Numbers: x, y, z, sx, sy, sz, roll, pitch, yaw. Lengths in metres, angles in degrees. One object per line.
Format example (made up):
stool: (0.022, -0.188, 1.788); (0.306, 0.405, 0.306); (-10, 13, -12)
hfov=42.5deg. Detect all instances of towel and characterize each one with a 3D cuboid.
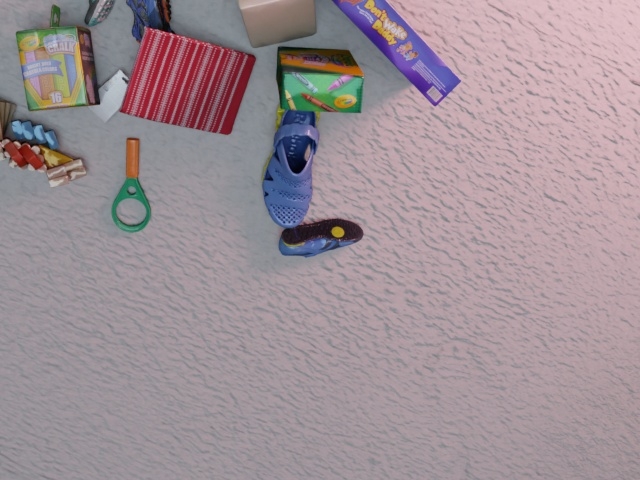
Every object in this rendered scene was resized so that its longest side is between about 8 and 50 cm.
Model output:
towel: (-0.285, -0.343, 1.799); (0.275, 0.031, 0.199); (8, 115, -35)

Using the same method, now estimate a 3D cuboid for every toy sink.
toy sink: (-0.096, -0.519, 1.732); (0.153, 0.234, 0.131); (-12, 84, 1)

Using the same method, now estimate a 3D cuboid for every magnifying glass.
magnifying glass: (-0.444, -0.128, 1.937); (0.092, 0.026, 0.231); (4, 114, -7)

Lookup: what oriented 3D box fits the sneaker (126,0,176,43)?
sneaker: (-0.363, -0.443, 1.792); (0.087, 0.083, 0.221); (1, 115, 16)

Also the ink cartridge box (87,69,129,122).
ink cartridge box: (-0.467, -0.326, 1.848); (0.115, 0.029, 0.063); (-41, 109, 11)

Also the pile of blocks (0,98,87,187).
pile of blocks: (-0.681, -0.223, 1.802); (0.362, 0.112, 0.149); (19, 94, -22)

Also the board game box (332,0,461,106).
board game box: (0.133, -0.453, 1.739); (0.347, 0.233, 0.078); (42, 104, -19)

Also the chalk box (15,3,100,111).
chalk box: (-0.560, -0.388, 1.748); (0.132, 0.132, 0.213); (-7, 100, -2)

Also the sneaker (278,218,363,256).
sneaker: (0.000, 0.000, 2.015); (0.209, 0.069, 0.082); (-7, 146, -11)

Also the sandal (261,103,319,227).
sandal: (-0.067, -0.171, 1.892); (0.126, 0.138, 0.317); (1, 114, -8)

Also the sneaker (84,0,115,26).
sneaker: (-0.473, -0.540, 1.751); (0.076, 0.065, 0.166); (29, 105, 2)

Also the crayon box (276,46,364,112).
crayon box: (-0.007, -0.345, 1.746); (0.165, 0.278, 0.081); (2, 113, -6)
